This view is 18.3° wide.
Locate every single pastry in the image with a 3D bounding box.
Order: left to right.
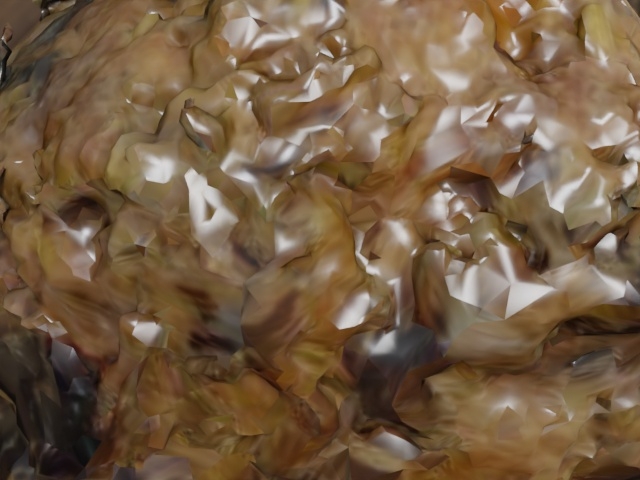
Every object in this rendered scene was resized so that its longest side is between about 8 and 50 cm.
[{"bbox_3d":[0.000,0.000,0.578,0.275,0.275,0.193,46,23,-50],"label":"pastry"}]
